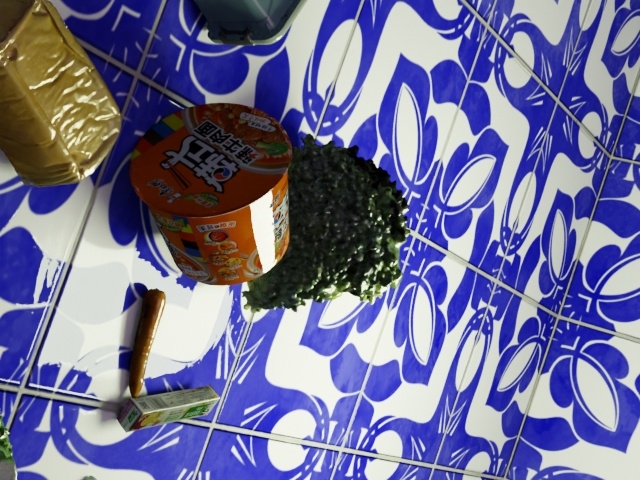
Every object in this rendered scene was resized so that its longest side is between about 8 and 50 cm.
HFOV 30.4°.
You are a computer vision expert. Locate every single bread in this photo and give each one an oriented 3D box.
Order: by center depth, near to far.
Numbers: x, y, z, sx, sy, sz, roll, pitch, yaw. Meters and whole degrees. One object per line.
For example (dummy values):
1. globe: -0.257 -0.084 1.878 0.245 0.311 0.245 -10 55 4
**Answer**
1. bread: -0.377 -0.199 1.530 0.152 0.119 0.288 -60 146 -26

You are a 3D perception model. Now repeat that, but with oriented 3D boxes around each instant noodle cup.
1. instant noodle cup: -0.156 -0.065 1.832 0.250 0.250 0.192 -51 150 -31

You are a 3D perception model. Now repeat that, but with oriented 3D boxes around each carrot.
1. carrot: -0.289 0.168 1.913 0.037 0.037 0.190 3 105 -57

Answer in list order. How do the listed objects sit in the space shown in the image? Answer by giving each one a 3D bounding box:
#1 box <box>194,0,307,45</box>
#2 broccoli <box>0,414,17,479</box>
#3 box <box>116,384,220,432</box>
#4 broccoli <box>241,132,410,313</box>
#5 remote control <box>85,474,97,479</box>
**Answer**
1. box: -0.092 -0.414 1.835 0.130 0.162 0.227 50 61 -41
2. broccoli: -0.498 0.304 1.454 0.308 0.275 0.307 11 73 -41
3. box: -0.254 0.283 1.988 0.207 0.041 0.050 -2 132 -56
4. broccoli: -0.001 0.011 2.082 0.348 0.293 0.281 -51 -179 -14
5. remote control: -0.360 0.458 1.935 0.065 0.029 0.166 -49 140 -32
